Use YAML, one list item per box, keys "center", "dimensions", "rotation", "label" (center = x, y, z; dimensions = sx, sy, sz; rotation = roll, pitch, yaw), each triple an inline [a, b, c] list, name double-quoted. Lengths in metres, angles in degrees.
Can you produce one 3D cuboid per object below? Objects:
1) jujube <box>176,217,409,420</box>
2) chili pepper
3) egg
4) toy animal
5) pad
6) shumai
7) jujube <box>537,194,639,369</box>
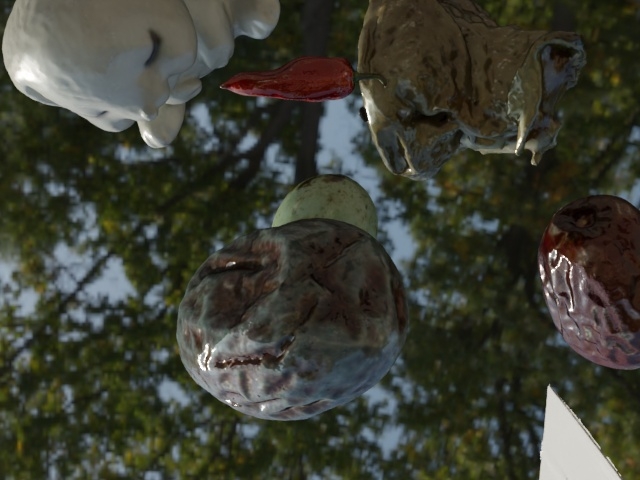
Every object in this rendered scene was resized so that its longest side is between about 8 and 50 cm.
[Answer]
- center: [-0.028, 0.098, 1.438]
  dimensions: [0.308, 0.215, 0.247]
  rotation: [1, -124, 56]
  label: "jujube"
- center: [-0.019, -0.184, 1.348]
  dimensions: [0.191, 0.050, 0.059]
  rotation: [-3, -153, -4]
  label: "chili pepper"
- center: [0.000, 0.000, 1.909]
  dimensions: [0.169, 0.169, 0.231]
  rotation: [20, -109, 18]
  label: "egg"
- center: [-0.200, -0.204, 1.162]
  dimensions: [0.206, 0.271, 0.265]
  rotation: [50, -152, 2]
  label: "toy animal"
- center: [0.278, 0.272, 1.283]
  dimensions: [0.004, 0.157, 0.232]
  rotation: [-2, -160, -9]
  label: "pad"
- center: [0.208, -0.230, 1.495]
  dimensions: [0.262, 0.267, 0.314]
  rotation: [-7, -145, 20]
  label: "shumai"
- center: [0.385, 0.064, 1.584]
  dimensions: [0.183, 0.243, 0.183]
  rotation: [-22, -146, 16]
  label: "jujube"
